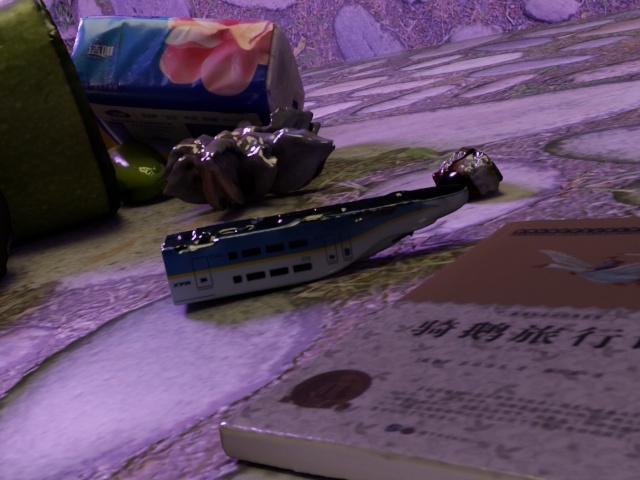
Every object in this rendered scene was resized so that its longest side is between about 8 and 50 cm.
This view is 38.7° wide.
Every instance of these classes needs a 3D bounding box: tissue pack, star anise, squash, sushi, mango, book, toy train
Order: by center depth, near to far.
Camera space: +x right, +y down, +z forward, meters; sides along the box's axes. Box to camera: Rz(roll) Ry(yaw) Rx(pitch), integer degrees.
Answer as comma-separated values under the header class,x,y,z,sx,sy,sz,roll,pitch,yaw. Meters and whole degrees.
class,x,y,z,sx,sy,sz,roll,pitch,yaw
book,0.126,0.043,0.475,0.217,0.021,0.310,-1,18,39
toy train,0.000,0.000,0.690,0.234,0.051,0.052,-10,14,-4
sushi,0.131,-0.055,0.834,0.046,0.044,0.083,-36,15,-4
star anise,-0.088,-0.091,1.029,0.229,0.093,0.236,-8,13,21
squash,-0.434,-0.121,1.062,0.309,0.310,0.310,-23,17,-17
tissue pack,-0.168,-0.204,1.208,0.270,0.137,0.209,4,-20,12
mango,-0.243,-0.093,1.209,0.091,0.074,0.165,-18,15,-27

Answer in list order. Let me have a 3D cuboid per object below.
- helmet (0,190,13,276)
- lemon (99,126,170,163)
class,x,y,z,sx,sy,sz,roll,pitch,yaw
helmet,-0.409,-0.015,0.882,0.216,0.193,0.189,13,3,-21
lemon,-0.276,-0.227,1.444,0.254,0.228,0.228,-23,17,-26
